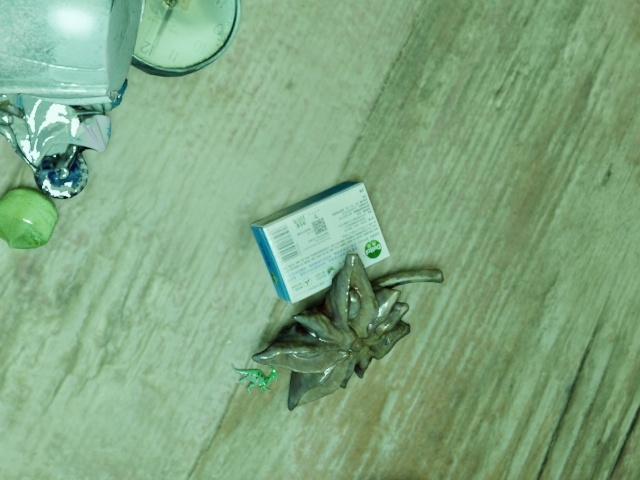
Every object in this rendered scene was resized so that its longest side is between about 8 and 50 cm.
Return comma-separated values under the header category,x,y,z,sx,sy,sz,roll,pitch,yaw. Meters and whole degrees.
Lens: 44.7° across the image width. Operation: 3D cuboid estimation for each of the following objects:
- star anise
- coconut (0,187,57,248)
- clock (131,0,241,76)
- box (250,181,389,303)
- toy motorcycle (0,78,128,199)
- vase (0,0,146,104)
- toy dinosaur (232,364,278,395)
category,x,y,z,sx,sy,sz,roll,pitch,yaw
star anise,0.046,0.146,1.308,0.349,0.109,0.292,-48,149,5
coconut,-0.427,-0.028,1.121,0.088,0.088,0.096,35,52,-22
clock,-0.232,-0.366,1.190,0.226,0.049,0.226,-2,94,-23
box,0.001,0.000,1.306,0.194,0.073,0.139,-25,104,-19
toy motorcycle,-0.376,-0.203,1.112,0.204,0.108,0.239,-39,118,-7
vase,-0.454,-0.308,0.960,0.446,0.250,0.249,10,91,-3
toy dinosaur,-0.106,0.226,1.311,0.062,0.021,0.083,-37,111,-23
